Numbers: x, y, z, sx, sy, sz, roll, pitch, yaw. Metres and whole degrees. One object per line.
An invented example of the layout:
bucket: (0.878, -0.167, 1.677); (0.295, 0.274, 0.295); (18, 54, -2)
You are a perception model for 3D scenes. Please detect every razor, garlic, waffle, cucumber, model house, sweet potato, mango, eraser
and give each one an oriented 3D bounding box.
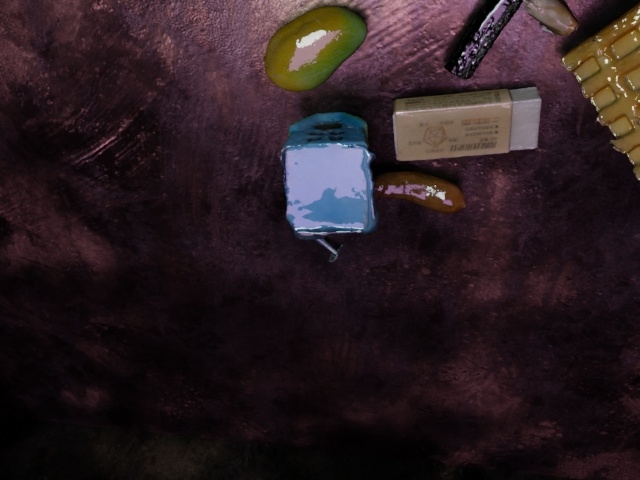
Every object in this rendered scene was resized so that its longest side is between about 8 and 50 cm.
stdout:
razor: (0.000, 0.000, 1.717); (0.135, 0.068, 0.040); (39, 123, -8)
garlic: (0.482, -0.486, 1.201); (0.152, 0.084, 0.066); (27, 107, -16)
waffle: (0.700, -0.313, 1.152); (0.348, 0.078, 0.304); (60, 145, 1)
cucumber: (0.373, -0.482, 1.232); (0.072, 0.072, 0.300); (24, 128, -11)
model house: (0.024, -0.171, 1.409); (0.216, 0.303, 0.237); (-4, 119, 3)
sweet potato: (0.246, -0.138, 1.528); (0.292, 0.097, 0.097); (12, 131, 5)
mango: (-0.016, -0.437, 1.299); (0.251, 0.114, 0.156); (-27, 114, 29)
eraser: (0.352, -0.284, 1.396); (0.344, 0.078, 0.144); (-3, 130, 10)
